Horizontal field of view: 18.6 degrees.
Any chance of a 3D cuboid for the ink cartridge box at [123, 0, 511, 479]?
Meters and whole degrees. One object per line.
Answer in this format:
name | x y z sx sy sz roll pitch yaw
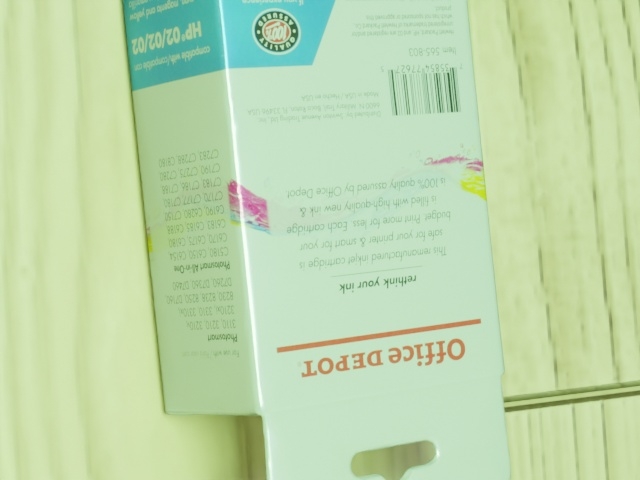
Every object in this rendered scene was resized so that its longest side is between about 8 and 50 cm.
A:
ink cartridge box | 0.000 0.000 0.651 0.104 0.061 0.181 -5 90 -36
